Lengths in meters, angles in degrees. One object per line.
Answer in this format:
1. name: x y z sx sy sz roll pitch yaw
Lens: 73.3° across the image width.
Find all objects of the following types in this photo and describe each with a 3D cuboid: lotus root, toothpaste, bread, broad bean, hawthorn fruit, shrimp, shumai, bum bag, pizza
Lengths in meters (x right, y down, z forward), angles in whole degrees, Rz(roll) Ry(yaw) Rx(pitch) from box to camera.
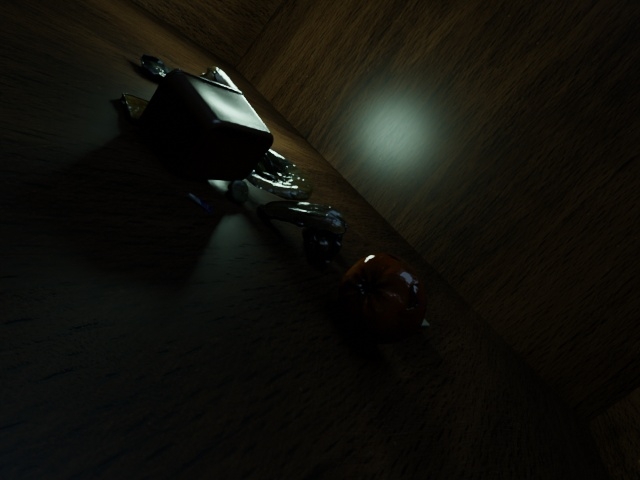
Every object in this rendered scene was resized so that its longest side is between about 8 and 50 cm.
1. lotus root: -0.058 -0.099 1.527 0.330 0.078 0.167 12 14 0
2. toothpaste: -0.344 -0.108 1.231 0.083 0.015 0.024 38 24 -32
3. bread: -0.420 -0.620 1.955 0.344 0.149 0.195 55 2 -32
4. broad bean: -0.326 -0.350 1.799 0.339 0.061 0.077 33 26 -28
5. hawthorn fruit: 0.200 0.202 1.317 0.307 0.276 0.276 57 2 -45
6. shrimp: -0.214 -0.279 1.660 0.272 0.085 0.445 -9 44 -41
7. shumai: -0.290 -0.169 1.457 0.080 0.082 0.083 7 -27 41
8. bum bag: -0.690 -0.755 1.951 0.142 0.080 0.326 50 17 12
9. pizza: -0.569 -0.410 1.399 0.185 0.036 0.176 18 32 -21

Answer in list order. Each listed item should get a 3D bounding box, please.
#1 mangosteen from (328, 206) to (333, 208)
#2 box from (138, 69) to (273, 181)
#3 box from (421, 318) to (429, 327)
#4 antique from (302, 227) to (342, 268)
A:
1. mangosteen: 0.026 -0.077 1.849 0.140 0.140 0.140 39 17 -14
2. box: -0.350 -0.348 1.385 0.229 0.239 0.339 51 25 17
3. box: 0.289 0.267 1.684 0.365 0.051 0.204 17 30 -56
4. antique: 0.000 0.000 1.574 0.143 0.121 0.257 34 17 -10
